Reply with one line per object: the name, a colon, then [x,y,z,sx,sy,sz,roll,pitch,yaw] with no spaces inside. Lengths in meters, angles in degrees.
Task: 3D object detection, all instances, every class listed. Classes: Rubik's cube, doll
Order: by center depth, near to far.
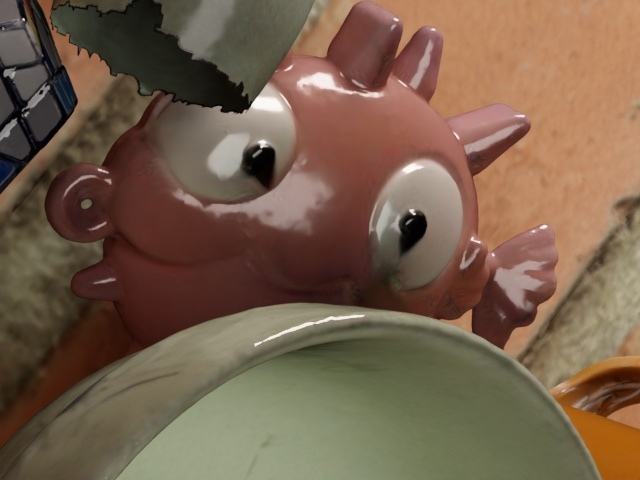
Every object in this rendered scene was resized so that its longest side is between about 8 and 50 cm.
Rubik's cube: [-0.145,-0.058,0.635,0.111,0.093,0.111,-13,113,-33]
doll: [0.000,0.000,0.751,0.262,0.093,0.211,19,99,-34]

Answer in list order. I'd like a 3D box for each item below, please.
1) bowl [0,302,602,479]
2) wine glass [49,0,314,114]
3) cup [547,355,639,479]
bowl: [-0.033,0.172,0.653,0.307,0.163,0.307,-3,96,-36]
wine glass: [0.074,-0.168,0.667,0.264,0.096,0.309,24,79,-3]
cup: [0.150,0.149,0.812,0.182,0.264,0.226,52,61,-25]
